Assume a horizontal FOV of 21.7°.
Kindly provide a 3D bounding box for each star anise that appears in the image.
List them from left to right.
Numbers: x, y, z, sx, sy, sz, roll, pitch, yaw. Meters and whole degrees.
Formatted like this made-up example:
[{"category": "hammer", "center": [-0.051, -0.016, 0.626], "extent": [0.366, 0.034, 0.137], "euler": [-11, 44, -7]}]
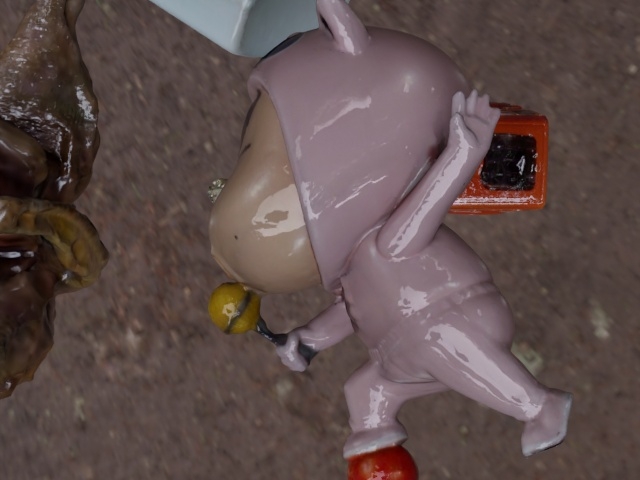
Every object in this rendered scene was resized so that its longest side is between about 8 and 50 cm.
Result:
[{"category": "star anise", "center": [-0.189, 0.006, 1.023], "extent": [0.109, 0.292, 0.349], "euler": [7, 142, -12]}]

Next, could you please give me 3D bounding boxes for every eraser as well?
[{"category": "eraser", "center": [-0.129, -0.278, 1.511], "extent": [0.189, 0.290, 0.104], "euler": [-23, 142, -56]}]

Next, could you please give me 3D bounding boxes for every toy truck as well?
[{"category": "toy truck", "center": [0.072, -0.073, 1.483], "extent": [0.252, 0.114, 0.108], "euler": [-1, 97, -17]}]

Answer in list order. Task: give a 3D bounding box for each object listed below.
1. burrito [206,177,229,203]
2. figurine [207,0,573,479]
[{"category": "burrito", "center": [-0.001, 0.001, 1.152], "extent": [0.045, 0.188, 0.058], "euler": [-50, 157, -32]}, {"category": "figurine", "center": [0.025, 0.007, 0.952], "extent": [0.186, 0.176, 0.287], "euler": [-19, 83, -9]}]
